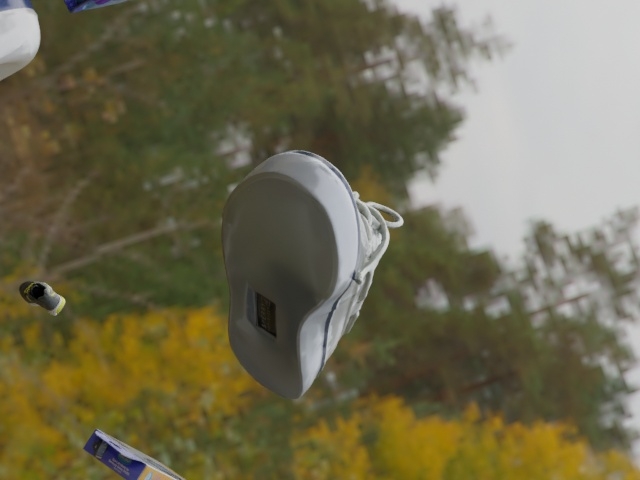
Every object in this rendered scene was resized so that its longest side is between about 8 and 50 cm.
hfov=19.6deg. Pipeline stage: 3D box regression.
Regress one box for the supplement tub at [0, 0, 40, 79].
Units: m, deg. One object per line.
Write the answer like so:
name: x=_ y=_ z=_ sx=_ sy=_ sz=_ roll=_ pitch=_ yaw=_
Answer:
supplement tub: x=-0.361 y=-0.239 z=1.337 sx=0.228 sy=0.228 sz=0.316 roll=179 pitch=-112 yaw=-82

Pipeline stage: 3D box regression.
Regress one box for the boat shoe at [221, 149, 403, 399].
boat shoe: x=0.007 y=0.006 z=1.716 sx=0.136 sy=0.156 sz=0.367 roll=34 pitch=-28 yaw=18

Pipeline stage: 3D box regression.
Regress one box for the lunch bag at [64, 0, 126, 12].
lunch bag: x=-0.100 y=-0.334 z=1.842 sx=0.293 sy=0.221 sz=0.138 roll=-7 pitch=-80 yaw=47

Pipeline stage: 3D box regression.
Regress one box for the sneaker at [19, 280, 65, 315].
sneaker: x=-0.329 y=0.059 z=2.156 sx=0.083 sy=0.031 sz=0.035 roll=19 pitch=-21 yaw=48

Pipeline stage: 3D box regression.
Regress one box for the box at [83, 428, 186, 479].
box: x=-0.174 y=0.228 z=1.820 sx=0.081 sy=0.028 sz=0.136 roll=28 pitch=-4 yaw=38
